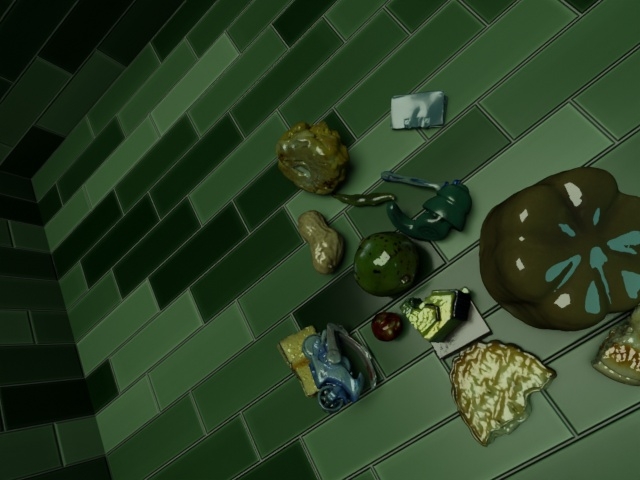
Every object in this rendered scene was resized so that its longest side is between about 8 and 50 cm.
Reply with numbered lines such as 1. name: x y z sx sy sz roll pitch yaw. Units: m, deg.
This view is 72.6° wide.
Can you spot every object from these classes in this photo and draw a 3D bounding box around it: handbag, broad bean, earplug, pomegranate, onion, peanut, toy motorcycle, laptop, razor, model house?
1. handbag: 0.391 -0.518 1.752 0.221 0.057 0.144 6 87 29
2. broad bean: 0.170 -0.170 1.806 0.297 0.043 0.060 3 72 30
3. earplug: 0.416 -0.108 1.602 0.280 0.164 0.257 -48 48 11
4. pomegranate: 0.232 0.079 1.618 0.270 0.254 0.254 34 97 39
5. onion: 0.245 0.322 1.625 0.117 0.118 0.119 -10 74 50
6. peanut: 0.010 0.000 1.809 0.159 0.143 0.291 -18 62 -11
7. toy motorcycle: 0.072 0.461 1.618 0.241 0.182 0.319 -23 53 1
8. laptop: 0.479 0.312 1.551 0.207 0.026 0.154 -35 64 17
9. razor: 0.373 -0.229 1.701 0.324 0.056 0.093 19 91 31
10. model house: 0.405 0.220 1.486 0.211 0.194 0.170 -45 58 13

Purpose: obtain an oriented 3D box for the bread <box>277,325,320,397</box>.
1. bread: -0.052 0.501 1.760 0.266 0.178 0.142 55 138 28

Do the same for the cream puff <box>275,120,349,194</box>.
1. cream puff: -0.015 -0.373 1.847 0.324 0.291 0.257 -7 46 42

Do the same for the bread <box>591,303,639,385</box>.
1. bread: 0.935 0.276 1.223 0.192 0.171 0.314 31 97 27

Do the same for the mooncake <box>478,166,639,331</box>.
1. mooncake: 0.709 0.031 1.266 0.467 0.262 0.467 1 82 -5

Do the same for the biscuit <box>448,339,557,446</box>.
1. biscuit: 0.598 0.486 1.424 0.335 0.078 0.329 -17 69 24
